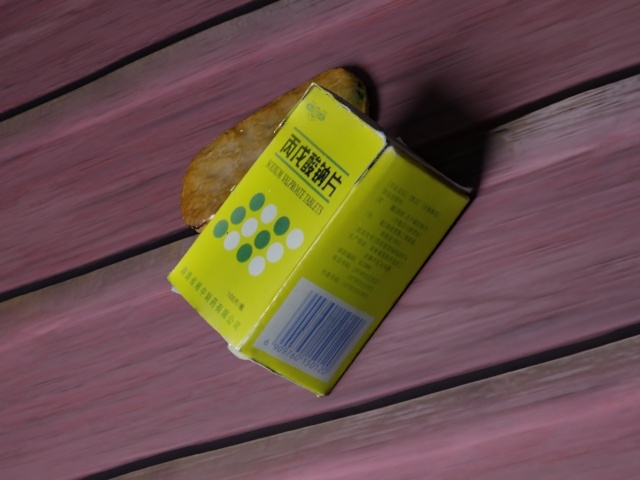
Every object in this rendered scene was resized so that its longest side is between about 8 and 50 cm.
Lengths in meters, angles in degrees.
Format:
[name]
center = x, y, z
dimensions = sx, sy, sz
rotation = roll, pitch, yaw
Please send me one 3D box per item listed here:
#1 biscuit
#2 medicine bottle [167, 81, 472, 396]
[biscuit]
center = -0.049, -0.091, 1.945
dimensions = 0.247, 0.029, 0.118
rotation = -28, 46, 27
[medicine bottle]
center = 0.000, 0.000, 1.779
dimensions = 0.250, 0.141, 0.137
rotation = -53, 41, 6
